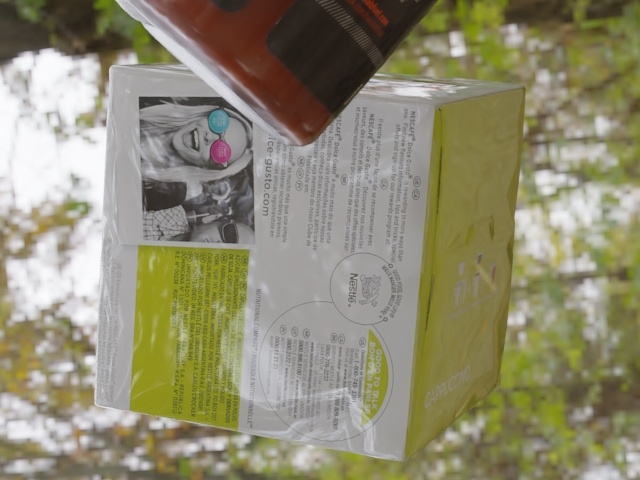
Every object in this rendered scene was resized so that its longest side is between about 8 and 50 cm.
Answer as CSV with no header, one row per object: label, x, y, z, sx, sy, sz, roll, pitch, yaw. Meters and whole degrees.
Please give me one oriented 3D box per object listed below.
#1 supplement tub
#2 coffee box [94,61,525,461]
supplement tub,0.018,-0.138,0.648,0.106,0.198,0.106,42,179,1
coffee box,0.000,0.000,1.742,0.337,0.334,0.338,-21,-63,-68
